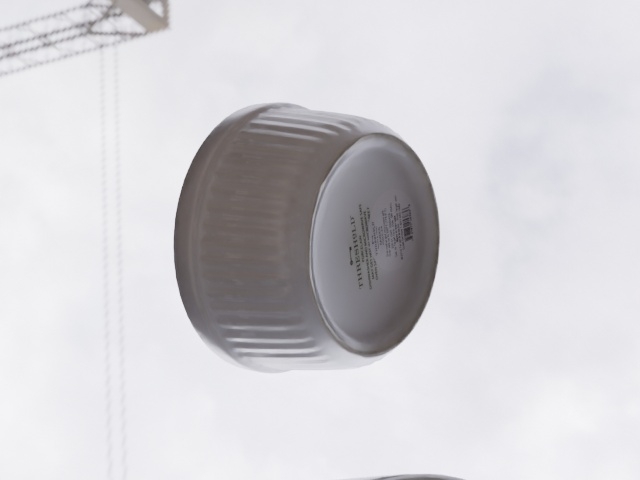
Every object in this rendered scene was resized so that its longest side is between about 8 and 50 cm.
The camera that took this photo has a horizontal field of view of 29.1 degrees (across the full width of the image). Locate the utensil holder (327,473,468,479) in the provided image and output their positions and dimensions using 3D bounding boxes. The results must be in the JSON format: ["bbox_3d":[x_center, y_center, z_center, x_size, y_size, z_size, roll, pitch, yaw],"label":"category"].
[{"bbox_3d":[-0.055,0.301,0.715,0.385,0.327,0.328,-22,-116,48],"label":"utensil holder"}]

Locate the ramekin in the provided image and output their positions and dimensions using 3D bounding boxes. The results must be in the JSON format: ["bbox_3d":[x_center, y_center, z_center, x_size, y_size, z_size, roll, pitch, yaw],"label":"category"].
[{"bbox_3d":[0.000,0.000,0.915,0.109,0.207,0.207,3,-104,39],"label":"ramekin"}]
